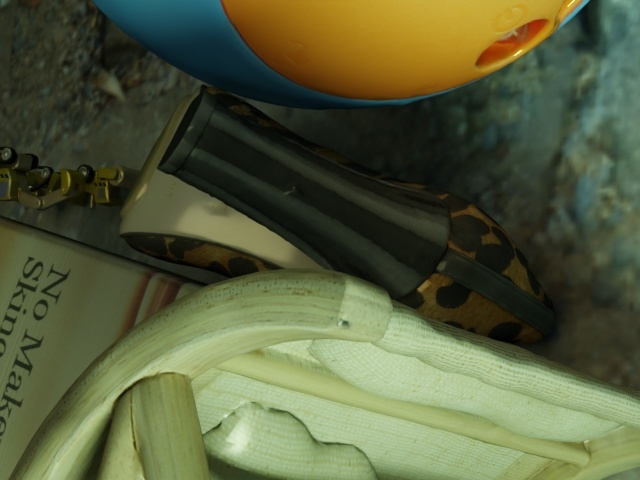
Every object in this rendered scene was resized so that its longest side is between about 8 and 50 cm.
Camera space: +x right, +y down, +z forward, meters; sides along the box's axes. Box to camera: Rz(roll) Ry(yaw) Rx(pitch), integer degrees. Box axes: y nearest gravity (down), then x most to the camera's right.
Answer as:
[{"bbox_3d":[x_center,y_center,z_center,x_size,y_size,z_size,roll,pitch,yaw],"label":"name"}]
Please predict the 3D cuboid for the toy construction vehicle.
[{"bbox_3d":[-0.161,-0.031,0.811,0.098,0.086,0.035,3,83,30],"label":"toy construction vehicle"}]

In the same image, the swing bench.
[{"bbox_3d":[0.027,0.164,0.443,0.165,0.253,0.255,-16,64,38],"label":"swing bench"}]

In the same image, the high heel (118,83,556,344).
[{"bbox_3d":[0.000,0.000,0.672,0.093,0.186,0.261,-63,11,-4],"label":"high heel"}]

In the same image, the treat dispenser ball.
[{"bbox_3d":[0.008,-0.199,0.570,0.288,0.288,0.288,-17,64,38],"label":"treat dispenser ball"}]

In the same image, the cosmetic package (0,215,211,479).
[{"bbox_3d":[-0.116,0.081,0.693,0.296,0.129,0.153,14,83,44],"label":"cosmetic package"}]
